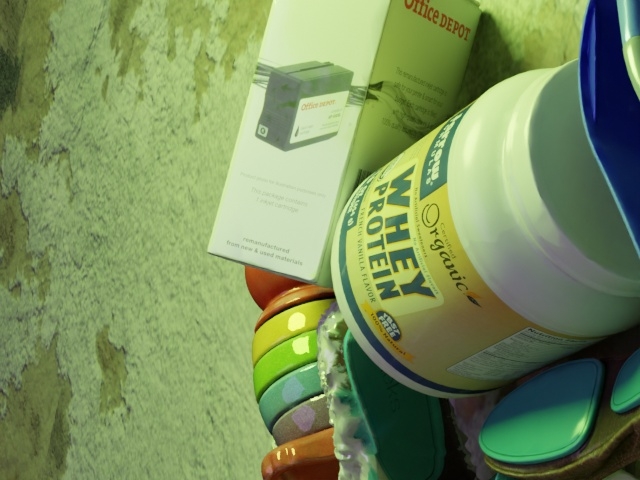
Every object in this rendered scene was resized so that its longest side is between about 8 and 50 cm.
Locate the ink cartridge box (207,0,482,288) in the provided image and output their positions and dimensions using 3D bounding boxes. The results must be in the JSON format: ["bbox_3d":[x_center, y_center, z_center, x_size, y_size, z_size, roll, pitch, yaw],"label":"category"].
[{"bbox_3d":[0.028,-0.111,1.814,0.129,0.223,0.307,15,91,25],"label":"ink cartridge box"}]

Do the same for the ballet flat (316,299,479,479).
[{"bbox_3d":[0.081,0.237,1.782,0.147,0.147,0.409,-1,103,63],"label":"ballet flat"}]

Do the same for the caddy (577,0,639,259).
[{"bbox_3d":[0.294,-0.096,1.303,0.241,0.179,0.341,-59,37,42],"label":"caddy"}]

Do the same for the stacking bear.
[{"bbox_3d":[-0.004,0.113,1.974,0.164,0.175,0.289,75,178,-65],"label":"stacking bear"}]

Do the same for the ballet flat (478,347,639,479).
[{"bbox_3d":[0.264,0.142,1.517,0.342,0.124,0.116,-38,24,51],"label":"ballet flat"}]

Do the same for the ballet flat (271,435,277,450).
[{"bbox_3d":[-0.010,0.251,2.078,0.077,0.091,0.241,-20,72,37],"label":"ballet flat"}]

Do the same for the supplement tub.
[{"bbox_3d":[0.171,-0.009,1.593,0.316,0.228,0.228,-35,56,57],"label":"supplement tub"}]

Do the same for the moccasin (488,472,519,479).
[{"bbox_3d":[0.200,0.354,1.597,0.117,0.138,0.342,120,143,-44],"label":"moccasin"}]
